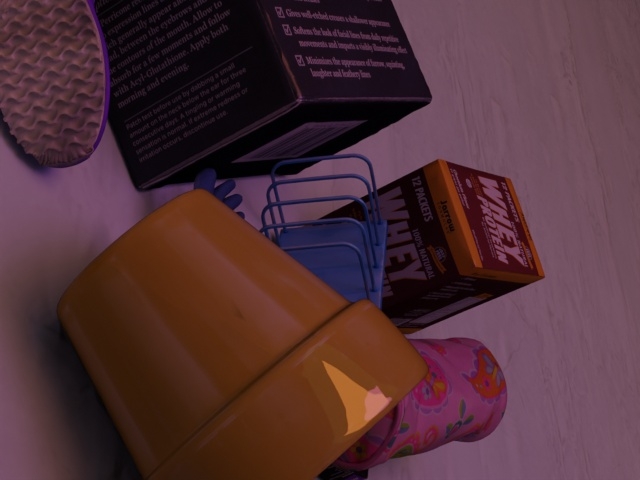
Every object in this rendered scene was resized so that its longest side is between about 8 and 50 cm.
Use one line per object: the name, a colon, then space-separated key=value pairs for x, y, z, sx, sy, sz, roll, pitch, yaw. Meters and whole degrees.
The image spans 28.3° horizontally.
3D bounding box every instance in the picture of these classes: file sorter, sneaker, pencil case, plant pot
file sorter: x=0.000 y=0.000 z=1.289 sx=0.170 sy=0.118 sz=0.104 roll=-81 pitch=163 yaw=-54
sneaker: x=-0.238 y=-0.208 z=1.149 sx=0.146 sy=0.102 sz=0.293 roll=5 pitch=71 yaw=-81
pencil case: x=0.086 y=0.160 z=1.279 sx=0.284 sy=0.124 sz=0.124 roll=1 pitch=67 yaw=-59
plant pot: x=-0.081 y=0.099 z=1.040 sx=0.239 sy=0.254 sz=0.254 roll=49 pitch=29 yaw=5

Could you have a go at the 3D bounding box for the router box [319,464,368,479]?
router box: x=0.001 y=0.147 z=1.312 sx=0.133 sy=0.046 sz=0.179 roll=46 pitch=34 yaw=-31

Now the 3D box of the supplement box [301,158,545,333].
supplement box: x=0.119 y=0.014 z=1.458 sx=0.191 sy=0.194 sz=0.129 roll=8 pitch=61 yaw=-57

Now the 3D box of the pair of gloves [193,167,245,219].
pair of gloves: x=-0.096 y=0.033 z=1.219 sx=0.159 sy=0.023 sz=0.198 roll=-54 pitch=134 yaw=-64

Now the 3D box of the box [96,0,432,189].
box: x=-0.099 y=-0.277 z=1.315 sx=0.293 sy=0.212 sz=0.395 roll=-10 pitch=77 yaw=-60
